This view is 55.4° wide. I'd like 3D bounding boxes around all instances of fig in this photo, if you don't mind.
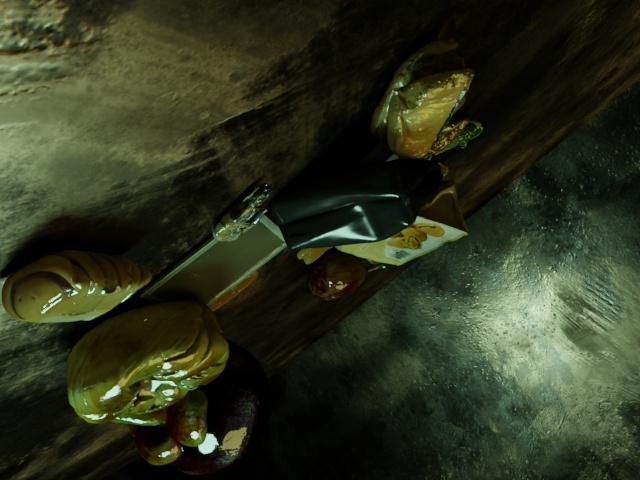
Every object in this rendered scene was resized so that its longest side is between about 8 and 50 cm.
[{"bbox_3d":[0.093,0.104,1.990,0.275,0.145,0.170,-11,155,-30],"label":"fig"}]

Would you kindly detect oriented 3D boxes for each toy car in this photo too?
[{"bbox_3d":[0.324,-0.261,1.559,0.186,0.058,0.093,-22,165,-7],"label":"toy car"}]

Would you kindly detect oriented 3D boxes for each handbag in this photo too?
[{"bbox_3d":[0.095,-0.089,1.274,0.343,0.152,0.288,-10,-167,35],"label":"handbag"}]

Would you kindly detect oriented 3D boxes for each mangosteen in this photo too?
[{"bbox_3d":[-0.338,0.425,1.614,0.382,0.382,0.435,-38,151,7],"label":"mangosteen"}]

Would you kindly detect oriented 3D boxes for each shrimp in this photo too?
[{"bbox_3d":[-0.139,-0.054,1.152,0.161,0.034,0.091,-44,158,24],"label":"shrimp"}]

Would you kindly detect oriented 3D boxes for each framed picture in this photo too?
[{"bbox_3d":[-0.211,0.052,1.289,0.293,0.018,0.231,-38,156,3],"label":"framed picture"}]

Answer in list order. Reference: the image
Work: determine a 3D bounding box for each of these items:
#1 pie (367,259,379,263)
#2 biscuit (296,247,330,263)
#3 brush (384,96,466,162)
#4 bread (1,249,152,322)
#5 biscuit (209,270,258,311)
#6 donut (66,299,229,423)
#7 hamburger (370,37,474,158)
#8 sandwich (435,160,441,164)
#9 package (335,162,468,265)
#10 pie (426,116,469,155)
[{"bbox_3d":[0.290,-0.026,2.199,0.315,0.092,0.315,-32,165,-10],"label":"pie"},{"bbox_3d":[-0.001,-0.001,1.673,0.158,0.035,0.240,-38,167,-5],"label":"biscuit"},{"bbox_3d":[0.245,-0.225,1.479,0.313,0.067,0.072,-44,164,22],"label":"brush"},{"bbox_3d":[-0.363,0.067,0.919,0.134,0.081,0.225,-33,169,9],"label":"bread"},{"bbox_3d":[-0.247,0.113,1.442,0.186,0.036,0.192,-38,164,9],"label":"biscuit"},{"bbox_3d":[-0.364,0.261,1.282,0.361,0.169,0.360,-24,158,-10],"label":"donut"},{"bbox_3d":[0.165,-0.249,1.116,0.131,0.124,0.262,-11,153,-19],"label":"hamburger"},{"bbox_3d":[0.263,-0.122,1.746,0.245,0.063,0.212,-50,174,10],"label":"sandwich"},{"bbox_3d":[0.201,-0.069,1.555,0.222,0.164,0.311,16,154,-21],"label":"package"},{"bbox_3d":[0.253,-0.237,1.422,0.191,0.033,0.088,-14,133,-15],"label":"pie"}]
